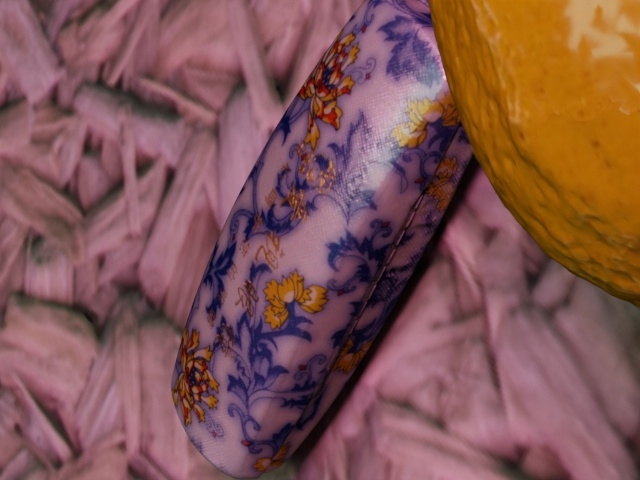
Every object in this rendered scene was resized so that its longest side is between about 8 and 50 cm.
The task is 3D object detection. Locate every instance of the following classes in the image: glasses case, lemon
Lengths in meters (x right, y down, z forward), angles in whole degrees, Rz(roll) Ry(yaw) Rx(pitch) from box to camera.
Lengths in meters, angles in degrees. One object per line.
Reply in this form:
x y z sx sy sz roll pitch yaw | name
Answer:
0.000 0.000 0.912 0.087 0.065 0.248 53 128 40 | glasses case
0.133 -0.087 0.651 0.204 0.204 0.260 -25 67 47 | lemon
